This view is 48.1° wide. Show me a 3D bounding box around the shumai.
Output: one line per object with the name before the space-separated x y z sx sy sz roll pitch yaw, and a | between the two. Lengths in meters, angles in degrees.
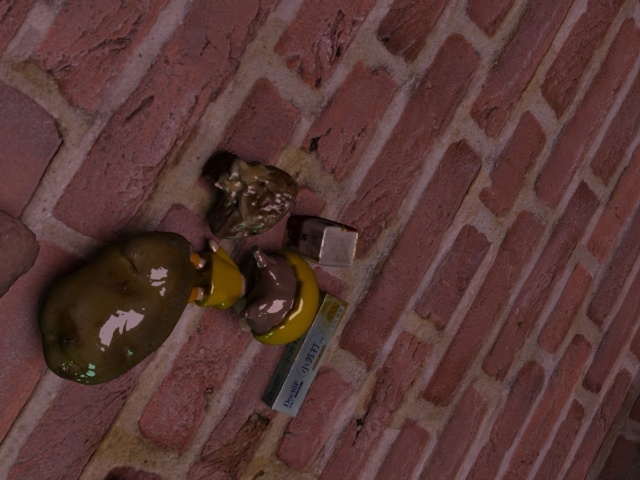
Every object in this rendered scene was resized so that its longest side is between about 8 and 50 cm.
shumai | -0.161 -0.108 1.512 0.209 0.161 0.153 -29 124 -7

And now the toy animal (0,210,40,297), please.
toy animal | -0.649 0.068 1.161 0.358 0.188 0.226 -56 136 -26

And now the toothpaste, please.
toothpaste | -0.038 0.276 1.774 0.089 0.071 0.313 28 86 -35

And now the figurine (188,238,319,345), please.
figurine | -0.162 0.114 1.570 0.343 0.187 0.215 12 83 -32

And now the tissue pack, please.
tissue pack | 0.000 -0.001 1.668 0.106 0.148 0.099 6 99 -39

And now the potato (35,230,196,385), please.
potato | -0.379 0.121 1.372 0.351 0.202 0.218 -40 92 -12
